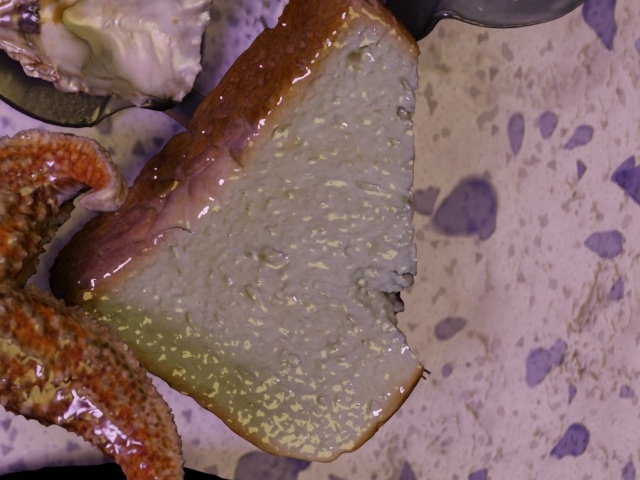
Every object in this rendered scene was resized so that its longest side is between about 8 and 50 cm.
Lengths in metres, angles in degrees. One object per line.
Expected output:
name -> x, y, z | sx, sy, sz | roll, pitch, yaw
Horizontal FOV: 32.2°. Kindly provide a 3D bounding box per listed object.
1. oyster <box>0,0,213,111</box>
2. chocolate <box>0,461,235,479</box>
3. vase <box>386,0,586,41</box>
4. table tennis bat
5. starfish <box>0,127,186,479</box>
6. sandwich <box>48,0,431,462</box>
oyster -> -0.127, -0.125, 0.686 | 0.146, 0.045, 0.121 | -44, 116, -26
chocolate -> -0.163, 0.285, 0.667 | 0.340, 0.225, 0.210 | -4, 114, -34
vase -> 0.114, -0.299, 0.795 | 0.251, 0.156, 0.301 | -22, 106, -62
table tennis bat -> -0.141, -0.126, 0.716 | 0.220, 0.019, 0.130 | 35, 80, -34
starfish -> -0.228, 0.058, 0.585 | 0.312, 0.113, 0.303 | 0, 70, -10
sandwich -> -0.001, -0.002, 0.736 | 0.254, 0.099, 0.288 | 36, 101, -28
